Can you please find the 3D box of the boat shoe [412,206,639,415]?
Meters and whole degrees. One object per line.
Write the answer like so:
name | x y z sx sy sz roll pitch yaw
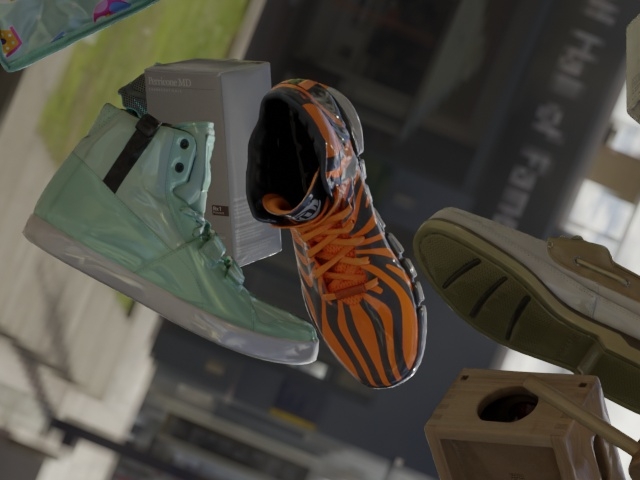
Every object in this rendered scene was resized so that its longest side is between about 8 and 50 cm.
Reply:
boat shoe | 0.230 0.052 1.824 0.103 0.302 0.113 -59 -177 -35

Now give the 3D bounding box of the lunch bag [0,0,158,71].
lunch bag | -0.213 -0.297 1.817 0.262 0.160 0.223 -28 -160 5

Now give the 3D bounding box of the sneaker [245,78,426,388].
sneaker | 0.000 0.000 1.855 0.321 0.124 0.180 69 16 2

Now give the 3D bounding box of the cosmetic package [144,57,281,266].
cosmetic package | -0.127 -0.095 2.269 0.107 0.127 0.238 -23 111 -49

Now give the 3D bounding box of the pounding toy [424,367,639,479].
pounding toy | 0.200 0.158 1.546 0.094 0.206 0.181 -51 132 -45

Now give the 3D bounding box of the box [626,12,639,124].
box | 0.397 -0.169 1.888 0.127 0.148 0.232 -47 -168 26

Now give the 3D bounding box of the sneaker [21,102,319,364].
sneaker | -0.087 -0.009 1.499 0.151 0.256 0.094 -61 -166 0

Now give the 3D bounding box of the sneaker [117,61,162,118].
sneaker | -0.216 -0.164 2.447 0.166 0.076 0.065 71 -7 -57
